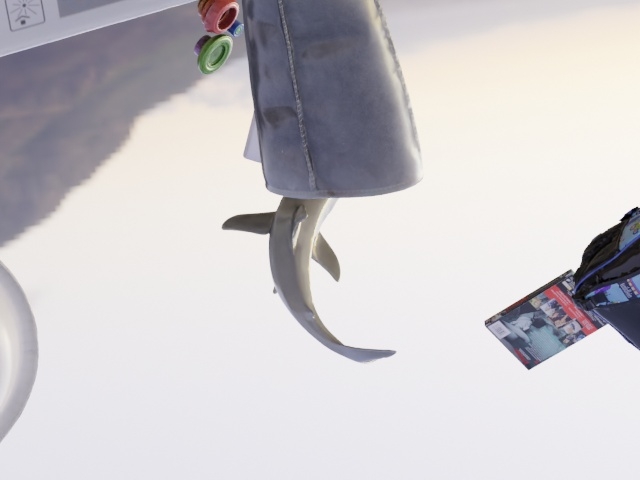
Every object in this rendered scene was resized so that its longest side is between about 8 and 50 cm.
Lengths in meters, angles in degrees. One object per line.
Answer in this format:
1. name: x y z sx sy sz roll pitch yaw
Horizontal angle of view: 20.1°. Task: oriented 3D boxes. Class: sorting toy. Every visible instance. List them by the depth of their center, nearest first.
1. sorting toy: -0.121 -0.238 2.009 0.042 0.102 0.061 37 -138 22

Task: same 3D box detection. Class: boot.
1. boot: -0.037 -0.127 1.074 0.189 0.208 0.076 8 -140 22

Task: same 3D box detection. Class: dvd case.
1. dvd case: 0.256 0.089 2.013 0.119 0.087 0.013 -34 -150 22

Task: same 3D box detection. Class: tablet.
1. tablet: -0.057 -0.129 2.122 0.054 0.083 0.006 16 -161 3

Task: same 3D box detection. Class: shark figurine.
1. shark figurine: -0.012 0.021 2.051 0.166 0.278 0.116 -2 150 -18

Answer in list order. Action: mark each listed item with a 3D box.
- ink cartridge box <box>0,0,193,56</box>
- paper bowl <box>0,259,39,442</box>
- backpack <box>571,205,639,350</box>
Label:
1. ink cartridge box: -0.297 -0.242 1.350 0.308 0.091 0.385 -20 -145 -19
2. paper bowl: -0.440 0.122 1.911 0.284 0.284 0.148 -9 -165 -20
3. backpack: 0.352 0.026 1.737 0.173 0.158 0.117 -45 -168 38
